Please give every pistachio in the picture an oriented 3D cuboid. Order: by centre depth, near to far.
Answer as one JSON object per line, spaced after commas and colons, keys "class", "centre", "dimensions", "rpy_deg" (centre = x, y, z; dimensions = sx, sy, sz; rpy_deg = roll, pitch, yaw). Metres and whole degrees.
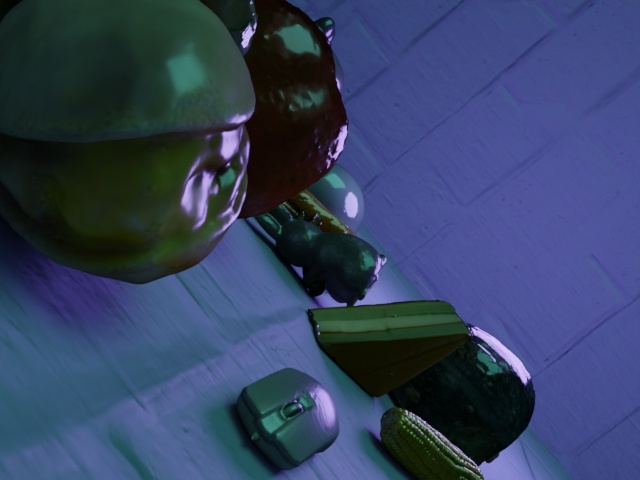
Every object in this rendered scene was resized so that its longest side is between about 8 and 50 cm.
{"class": "pistachio", "centre": [-0.166, -0.099, 0.585], "dimensions": [0.230, 0.230, 0.308], "rpy_deg": [44, 10, -37]}

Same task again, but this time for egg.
{"class": "egg", "centre": [0.004, -0.074, 1.495], "dimensions": [0.168, 0.168, 0.231], "rpy_deg": [54, 5, 27]}

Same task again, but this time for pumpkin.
{"class": "pumpkin", "centre": [0.250, 0.248, 1.283], "dimensions": [0.263, 0.197, 0.293], "rpy_deg": [50, 5, 18]}

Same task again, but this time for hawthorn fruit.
{"class": "hawthorn fruit", "centre": [-0.134, -0.161, 0.904], "dimensions": [0.330, 0.287, 0.287], "rpy_deg": [-30, 76, -37]}

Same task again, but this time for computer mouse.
{"class": "computer mouse", "centre": [-0.024, 0.158, 0.683], "dimensions": [0.089, 0.056, 0.182], "rpy_deg": [47, 8, 14]}

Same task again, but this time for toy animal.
{"class": "toy animal", "centre": [-0.008, 0.017, 1.246], "dimensions": [0.236, 0.138, 0.108], "rpy_deg": [38, -25, 10]}

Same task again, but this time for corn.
{"class": "corn", "centre": [0.147, 0.288, 0.976], "dimensions": [0.203, 0.072, 0.072], "rpy_deg": [45, 10, -29]}

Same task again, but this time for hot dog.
{"class": "hot dog", "centre": [0.000, 0.000, 1.350], "dimensions": [0.269, 0.109, 0.072], "rpy_deg": [43, 19, -24]}

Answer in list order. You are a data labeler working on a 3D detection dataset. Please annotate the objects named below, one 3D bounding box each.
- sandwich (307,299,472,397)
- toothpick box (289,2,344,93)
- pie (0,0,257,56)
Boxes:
{"class": "sandwich", "centre": [0.103, 0.124, 1.100], "dimensions": [0.144, 0.187, 0.117], "rpy_deg": [53, 5, -27]}
{"class": "toothpick box", "centre": [-0.100, -0.245, 1.178], "dimensions": [0.229, 0.316, 0.229], "rpy_deg": [49, 7, -8]}
{"class": "pie", "centre": [-0.205, -0.243, 0.692], "dimensions": [0.306, 0.307, 0.071], "rpy_deg": [46, 36, -28]}
